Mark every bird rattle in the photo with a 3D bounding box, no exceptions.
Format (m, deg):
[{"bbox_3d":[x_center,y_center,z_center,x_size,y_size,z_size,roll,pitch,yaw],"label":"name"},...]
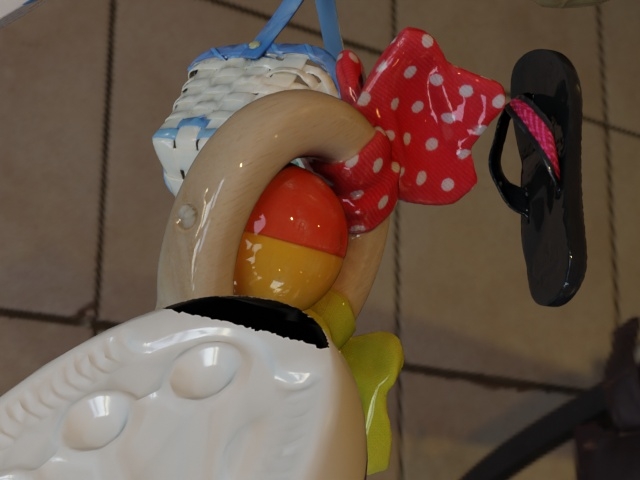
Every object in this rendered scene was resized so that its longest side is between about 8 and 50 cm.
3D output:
[{"bbox_3d":[0.000,0.000,0.689,0.207,0.143,0.254,15,102,-59],"label":"bird rattle"}]

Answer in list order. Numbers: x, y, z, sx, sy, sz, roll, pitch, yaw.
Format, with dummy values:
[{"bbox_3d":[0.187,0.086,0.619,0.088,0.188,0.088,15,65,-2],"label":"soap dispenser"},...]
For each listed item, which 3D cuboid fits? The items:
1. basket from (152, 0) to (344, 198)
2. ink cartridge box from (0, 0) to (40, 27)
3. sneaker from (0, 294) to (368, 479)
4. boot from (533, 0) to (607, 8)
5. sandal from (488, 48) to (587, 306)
[{"bbox_3d":[-0.033,-0.105,1.354,0.289,0.201,0.255,-61,144,-43],"label":"basket"},{"bbox_3d":[-0.364,-0.290,1.488,0.104,0.181,0.062,-34,102,-13],"label":"ink cartridge box"},{"bbox_3d":[-0.062,0.203,0.374,0.323,0.130,0.236,-58,142,-28],"label":"sneaker"},{"bbox_3d":[0.203,-0.258,0.962,0.236,0.269,0.089,-4,75,-21],"label":"boot"},{"bbox_3d":[0.124,-0.046,0.748,0.040,0.067,0.179,11,55,-13],"label":"sandal"}]
